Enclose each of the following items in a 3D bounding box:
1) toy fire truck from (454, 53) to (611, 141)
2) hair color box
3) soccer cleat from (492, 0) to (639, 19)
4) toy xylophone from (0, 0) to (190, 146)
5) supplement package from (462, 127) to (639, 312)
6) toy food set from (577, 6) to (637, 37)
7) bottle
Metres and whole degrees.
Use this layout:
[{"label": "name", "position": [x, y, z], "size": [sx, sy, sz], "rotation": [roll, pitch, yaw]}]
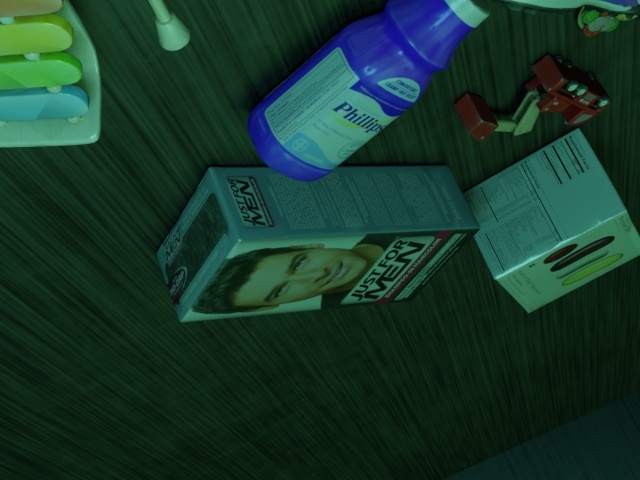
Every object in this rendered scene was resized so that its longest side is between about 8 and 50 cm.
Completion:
[{"label": "toy fire truck", "position": [0.273, -0.172, 1.445], "size": [0.135, 0.047, 0.192], "rotation": [-39, 150, 28]}, {"label": "hair color box", "position": [0.000, 0.000, 1.466], "size": [0.374, 0.114, 0.185], "rotation": [-3, 146, -34]}, {"label": "soccer cleat", "position": [0.281, -0.298, 1.176], "size": [0.318, 0.108, 0.116], "rotation": [-9, 120, -41]}, {"label": "toy xylophone", "position": [-0.247, -0.184, 0.898], "size": [0.236, 0.081, 0.323], "rotation": [-5, 155, 16]}, {"label": "supplement package", "position": [0.340, -0.023, 1.655], "size": [0.203, 0.149, 0.194], "rotation": [-30, 152, 14]}, {"label": "toy food set", "position": [0.343, -0.274, 1.345], "size": [0.082, 0.020, 0.083], "rotation": [-34, 152, 20]}, {"label": "bottle", "position": [0.052, -0.176, 1.210], "size": [0.283, 0.092, 0.118], "rotation": [-38, 149, 25]}]
